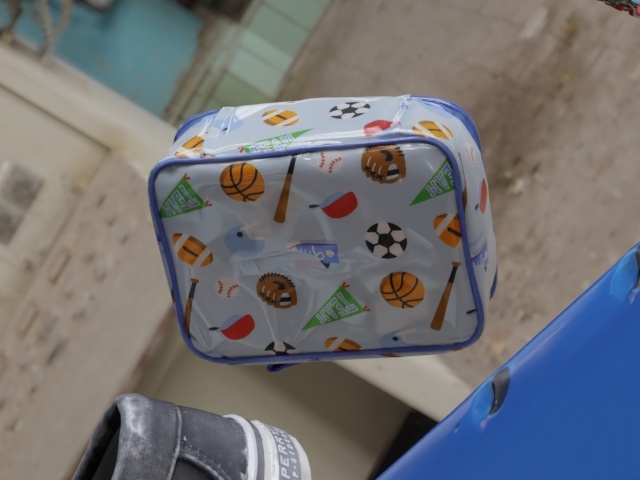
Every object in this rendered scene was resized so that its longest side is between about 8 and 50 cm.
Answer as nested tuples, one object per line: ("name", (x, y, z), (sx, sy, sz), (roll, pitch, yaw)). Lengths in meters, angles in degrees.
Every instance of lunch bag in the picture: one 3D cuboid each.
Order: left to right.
("lunch bag", (0.000, 0.000, 1.411), (0.303, 0.243, 0.115), (-3, 29, 16))

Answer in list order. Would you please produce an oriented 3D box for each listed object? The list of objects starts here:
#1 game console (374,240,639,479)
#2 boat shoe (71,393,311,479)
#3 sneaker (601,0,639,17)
("game console", (0.117, 0.143, 0.328), (0.173, 0.250, 0.293), (-52, 0, -39))
("boat shoe", (-0.118, 0.194, 0.681), (0.301, 0.102, 0.108), (-58, 28, 20))
("sneaker", (0.208, -0.240, 1.151), (0.104, 0.261, 0.125), (-92, 26, -74))
